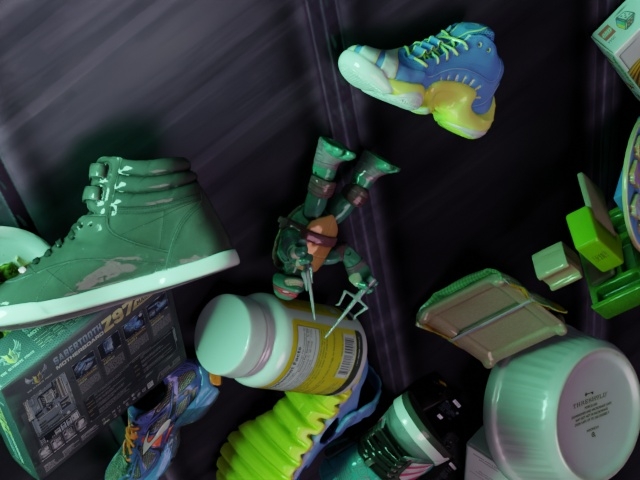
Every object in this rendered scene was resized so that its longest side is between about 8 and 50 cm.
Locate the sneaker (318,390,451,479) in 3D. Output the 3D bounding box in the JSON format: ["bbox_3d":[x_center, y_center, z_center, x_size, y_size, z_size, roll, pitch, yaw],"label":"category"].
[{"bbox_3d":[0.082,0.308,1.719,0.178,0.124,0.295,-32,161,-2],"label":"sneaker"}]

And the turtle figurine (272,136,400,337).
[{"bbox_3d":[0.000,0.000,1.426,0.175,0.118,0.234,3,112,-59],"label":"turtle figurine"}]

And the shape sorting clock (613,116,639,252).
[{"bbox_3d":[0.472,-0.082,1.704,0.206,0.040,0.206,-2,92,-51],"label":"shape sorting clock"}]

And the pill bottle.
[{"bbox_3d":[-0.049,0.130,1.515,0.208,0.119,0.119,15,118,-46],"label":"pill bottle"}]

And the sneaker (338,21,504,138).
[{"bbox_3d":[0.122,-0.204,1.359,0.240,0.091,0.126,18,98,-47],"label":"sneaker"}]

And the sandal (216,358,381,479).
[{"bbox_3d":[-0.020,0.266,1.683,0.317,0.126,0.138,-49,145,15],"label":"sandal"}]

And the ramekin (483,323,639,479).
[{"bbox_3d":[0.393,0.268,1.900,0.272,0.127,0.273,-2,94,-38],"label":"ramekin"}]

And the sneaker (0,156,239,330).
[{"bbox_3d":[-0.243,-0.001,1.229,0.295,0.147,0.104,-17,178,-8],"label":"sneaker"}]

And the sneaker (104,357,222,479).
[{"bbox_3d":[-0.218,0.228,1.527,0.087,0.083,0.221,23,107,-35],"label":"sneaker"}]

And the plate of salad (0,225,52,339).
[{"bbox_3d":[-0.361,0.069,1.259,0.199,0.048,0.200,-22,140,-20],"label":"plate of salad"}]

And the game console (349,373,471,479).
[{"bbox_3d":[0.171,0.357,1.991,0.213,0.044,0.361,-37,142,2],"label":"game console"}]

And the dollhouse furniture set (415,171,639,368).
[{"bbox_3d":[0.303,0.040,1.754,0.301,0.151,0.197,-29,135,29],"label":"dollhouse furniture set"}]

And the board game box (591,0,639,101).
[{"bbox_3d":[0.507,-0.320,1.559,0.305,0.053,0.193,-46,142,10],"label":"board game box"}]

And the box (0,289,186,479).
[{"bbox_3d":[-0.262,0.135,1.349,0.232,0.059,0.183,-41,148,-27],"label":"box"}]

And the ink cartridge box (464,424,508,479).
[{"bbox_3d":[0.331,0.392,2.063,0.172,0.100,0.237,-39,144,-32],"label":"ink cartridge box"}]
